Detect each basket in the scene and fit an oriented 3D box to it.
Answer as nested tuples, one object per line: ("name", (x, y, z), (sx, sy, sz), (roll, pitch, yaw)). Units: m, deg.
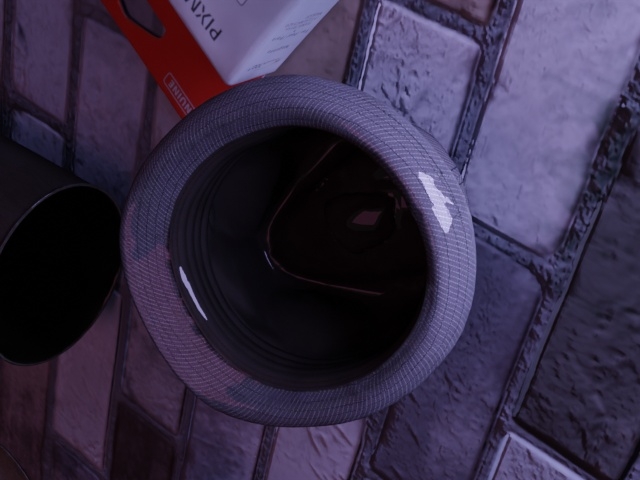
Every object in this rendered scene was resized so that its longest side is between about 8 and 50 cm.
("basket", (-0.322, -0.024, 0.989), (0.227, 0.154, 0.204), (36, 128, 28))

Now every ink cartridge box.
("ink cartridge box", (-0.126, -0.235, 0.783), (0.275, 0.060, 0.239), (56, 133, 7))

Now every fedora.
("fedora", (0.000, 0.000, 0.732), (0.275, 0.124, 0.244), (-33, 89, 36))

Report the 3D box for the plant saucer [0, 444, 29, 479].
("plant saucer", (-0.431, 0.348, 1.327), (0.198, 0.036, 0.198), (18, 121, 33))
